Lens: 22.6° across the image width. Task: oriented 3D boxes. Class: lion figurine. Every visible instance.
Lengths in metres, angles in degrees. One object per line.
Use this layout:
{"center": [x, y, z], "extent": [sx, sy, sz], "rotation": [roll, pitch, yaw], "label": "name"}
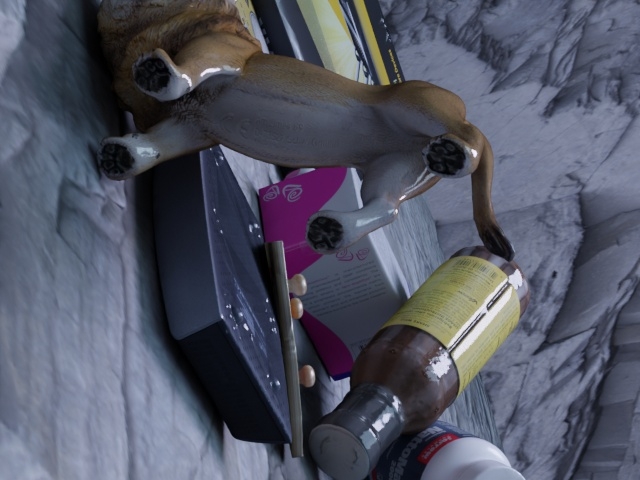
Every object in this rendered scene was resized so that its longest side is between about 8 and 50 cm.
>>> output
{"center": [-0.012, -0.097, 1.208], "extent": [0.142, 0.392, 0.240], "rotation": [-69, 168, 23], "label": "lion figurine"}

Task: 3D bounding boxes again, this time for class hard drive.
{"center": [-0.081, 0.029, 1.285], "extent": [0.255, 0.054, 0.172], "rotation": [-100, 169, -48], "label": "hard drive"}

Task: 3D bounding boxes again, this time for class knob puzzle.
{"center": [-0.023, 0.096, 1.433], "extent": [0.213, 0.030, 0.213], "rotation": [174, -90, -85], "label": "knob puzzle"}

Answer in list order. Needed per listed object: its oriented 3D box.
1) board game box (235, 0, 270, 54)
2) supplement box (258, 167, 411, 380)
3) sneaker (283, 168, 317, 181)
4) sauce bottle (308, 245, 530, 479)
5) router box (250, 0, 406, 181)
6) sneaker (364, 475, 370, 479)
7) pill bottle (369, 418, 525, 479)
{"center": [-0.118, -0.289, 1.775], "extent": [0.165, 0.042, 0.243], "rotation": [-78, 148, -74], "label": "board game box"}
{"center": [0.023, 0.034, 1.757], "extent": [0.114, 0.111, 0.220], "rotation": [-100, 169, -45], "label": "supplement box"}
{"center": [-0.003, 0.009, 1.852], "extent": [0.178, 0.072, 0.077], "rotation": [60, 24, -22], "label": "sneaker"}
{"center": [0.101, 0.125, 1.656], "extent": [0.344, 0.111, 0.111], "rotation": [-40, 115, -48], "label": "sauce bottle"}
{"center": [0.001, -0.230, 1.987], "extent": [0.243, 0.081, 0.309], "rotation": [-40, 113, -55], "label": "router box"}
{"center": [0.106, 0.302, 1.828], "extent": [0.139, 0.125, 0.341], "rotation": [39, -17, 48], "label": "sneaker"}
{"center": [0.133, 0.245, 1.625], "extent": [0.180, 0.108, 0.108], "rotation": [16, -51, 64], "label": "pill bottle"}
